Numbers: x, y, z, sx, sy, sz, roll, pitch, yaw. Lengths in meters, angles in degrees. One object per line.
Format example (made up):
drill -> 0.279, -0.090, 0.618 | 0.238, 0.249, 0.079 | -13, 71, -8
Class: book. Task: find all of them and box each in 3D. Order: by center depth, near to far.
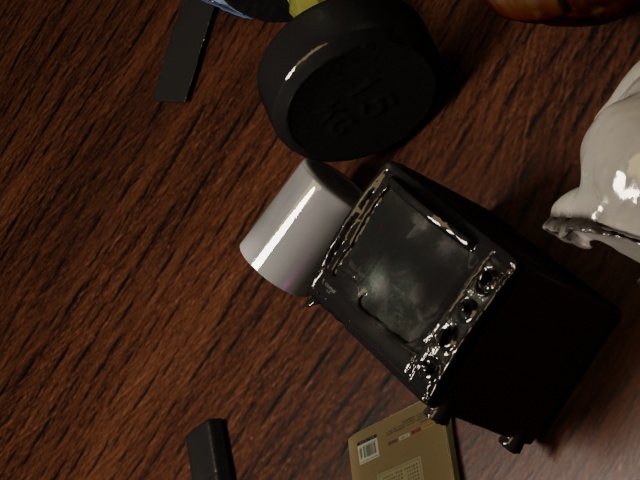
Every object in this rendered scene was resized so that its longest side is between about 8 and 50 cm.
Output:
book -> 0.091, 0.272, 1.787 | 0.138, 0.016, 0.199 | -30, 54, 35

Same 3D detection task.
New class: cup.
cup -> -0.001, -0.004, 1.960 | 0.133, 0.136, 0.099 | -53, 9, 15

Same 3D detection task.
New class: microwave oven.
microwave oven -> 0.129, 0.061, 1.707 | 0.247, 0.188, 0.178 | 41, 105, 47

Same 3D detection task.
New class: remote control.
remote control -> -0.119, 0.320, 1.985 | 0.063, 0.025, 0.245 | -40, 48, 34

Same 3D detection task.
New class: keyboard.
keyboard -> -0.171, -0.276, 2.300 | 0.074, 0.015, 0.196 | 10, 81, 44

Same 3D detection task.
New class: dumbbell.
dumbbell -> -0.002, -0.265, 1.974 | 0.204, 0.203, 0.322 | -44, 48, 25

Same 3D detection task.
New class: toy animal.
toy animal -> 0.360, -0.127, 1.560 | 0.258, 0.194, 0.357 | 13, 75, 58

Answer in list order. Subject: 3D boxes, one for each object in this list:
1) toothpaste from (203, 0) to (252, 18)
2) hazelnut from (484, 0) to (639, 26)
toothpaste -> -0.168, -0.356, 2.281 | 0.272, 0.053, 0.066 | 28, 92, 49
hazelnut -> 0.250, -0.318, 1.724 | 0.229, 0.229, 0.229 | -21, 59, 40
